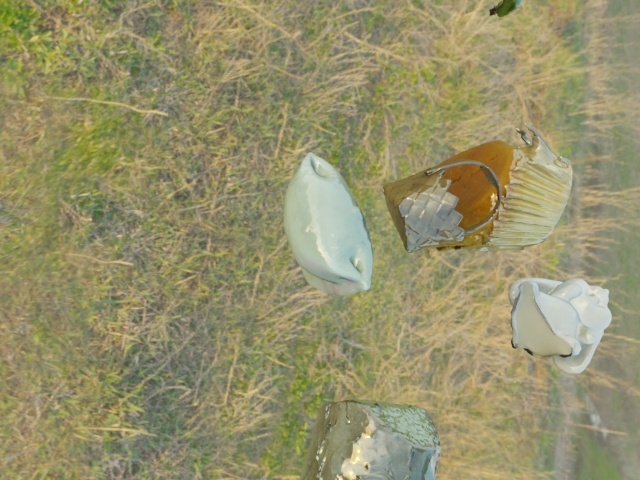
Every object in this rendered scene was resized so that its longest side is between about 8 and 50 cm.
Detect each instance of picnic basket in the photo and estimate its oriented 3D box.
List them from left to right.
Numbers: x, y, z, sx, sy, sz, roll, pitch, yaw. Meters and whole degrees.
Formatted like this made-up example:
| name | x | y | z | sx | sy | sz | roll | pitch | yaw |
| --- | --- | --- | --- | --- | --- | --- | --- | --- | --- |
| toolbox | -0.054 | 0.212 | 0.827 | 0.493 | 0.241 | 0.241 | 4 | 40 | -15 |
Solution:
| name | x | y | z | sx | sy | sz | roll | pitch | yaw |
| --- | --- | --- | --- | --- | --- | --- | --- | --- | --- |
| picnic basket | 0.202 | -0.062 | 0.872 | 0.138 | 0.178 | 0.128 | -99 | 167 | -65 |

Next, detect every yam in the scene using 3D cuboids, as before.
| name | x | y | z | sx | sy | sz | roll | pitch | yaw |
| --- | --- | --- | --- | --- | --- | --- | --- | --- | --- |
| yam | 0.074 | 0.375 | 0.794 | 0.202 | 0.201 | 0.271 | 25 | 67 | -50 |

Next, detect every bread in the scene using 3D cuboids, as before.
| name | x | y | z | sx | sy | sz | roll | pitch | yaw |
| --- | --- | --- | --- | --- | --- | --- | --- | --- | --- |
| bread | 0.318 | -0.078 | 1.110 | 0.183 | 0.388 | 0.236 | 20 | 73 | -17 |

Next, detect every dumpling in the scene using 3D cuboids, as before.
| name | x | y | z | sx | sy | sz | roll | pitch | yaw |
| --- | --- | --- | --- | --- | --- | --- | --- | --- | --- |
| dumpling | 0.010 | -0.007 | 0.719 | 0.149 | 0.105 | 0.216 | 69 | -4 | -59 |

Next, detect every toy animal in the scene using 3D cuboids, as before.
| name | x | y | z | sx | sy | sz | roll | pitch | yaw |
| --- | --- | --- | --- | --- | --- | --- | --- | --- | --- |
| toy animal | 0.613 | 0.209 | 1.367 | 0.289 | 0.174 | 0.249 | 9 | 55 | -17 |

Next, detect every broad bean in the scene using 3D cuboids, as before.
| name | x | y | z | sx | sy | sz | roll | pitch | yaw |
| --- | --- | --- | --- | --- | --- | --- | --- | --- | --- |
| broad bean | 0.363 | -0.501 | 0.988 | 0.046 | 0.061 | 0.195 | -23 | 142 | -32 |
